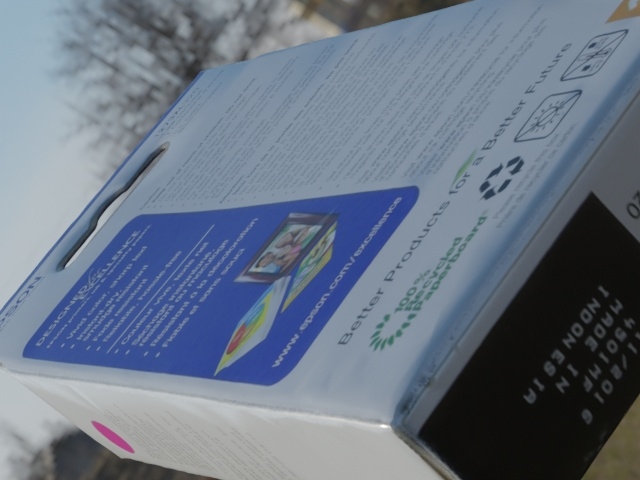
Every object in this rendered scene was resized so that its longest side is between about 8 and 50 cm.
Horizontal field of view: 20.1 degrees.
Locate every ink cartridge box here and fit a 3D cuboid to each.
[{"bbox_3d":[0.000,0.000,0.632,0.176,0.069,0.371,-52,23,-19],"label":"ink cartridge box"}]
